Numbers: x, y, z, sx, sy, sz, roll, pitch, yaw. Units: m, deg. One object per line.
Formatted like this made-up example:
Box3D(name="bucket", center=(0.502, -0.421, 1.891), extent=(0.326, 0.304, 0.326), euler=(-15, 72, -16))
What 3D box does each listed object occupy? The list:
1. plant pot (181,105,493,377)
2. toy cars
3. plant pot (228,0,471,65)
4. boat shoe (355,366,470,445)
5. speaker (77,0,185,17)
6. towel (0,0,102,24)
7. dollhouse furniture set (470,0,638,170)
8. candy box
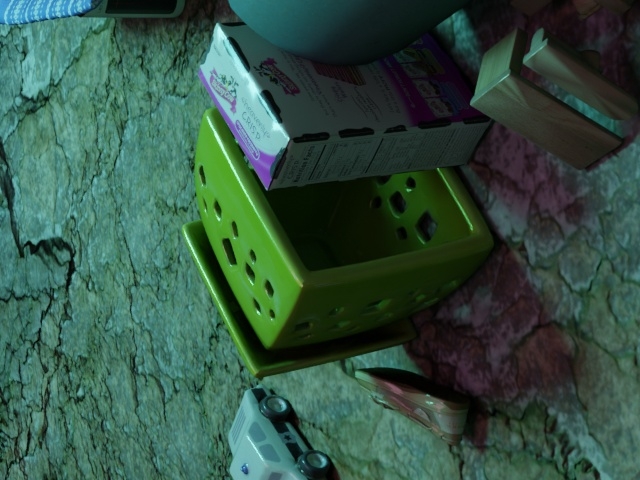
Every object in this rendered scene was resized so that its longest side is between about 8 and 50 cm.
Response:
Box3D(name="plant pot", center=(0.000, 0.000, 1.501), extent=(0.228, 0.227, 0.207), euler=(60, 145, 29))
Box3D(name="toy cars", center=(-0.047, 0.361, 1.728), extent=(0.176, 0.087, 0.394), euler=(-18, 80, 54))
Box3D(name="plant pot", center=(0.066, -0.328, 1.288), extent=(0.334, 0.341, 0.341), euler=(-40, 63, 59))
Box3D(name="boat shoe", center=(0.090, 0.165, 1.535), extent=(0.153, 0.056, 0.048), euler=(16, 103, 45))
Box3D(name="speaker", center=(-0.238, -0.302, 1.860), extent=(0.055, 0.136, 0.055), euler=(10, 102, 54))
Box3D(name="towel", center=(-0.297, -0.379, 1.834), extent=(0.336, 0.040, 0.243), euler=(8, 73, 59))
Box3D(name="dollhouse furniture set", center=(0.233, -0.176, 1.303), extent=(0.144, 0.123, 0.151), euler=(-36, 30, 51))
Box3D(name="candy box", center=(0.024, -0.136, 1.425), extent=(0.159, 0.233, 0.071), euler=(59, 141, 32))
